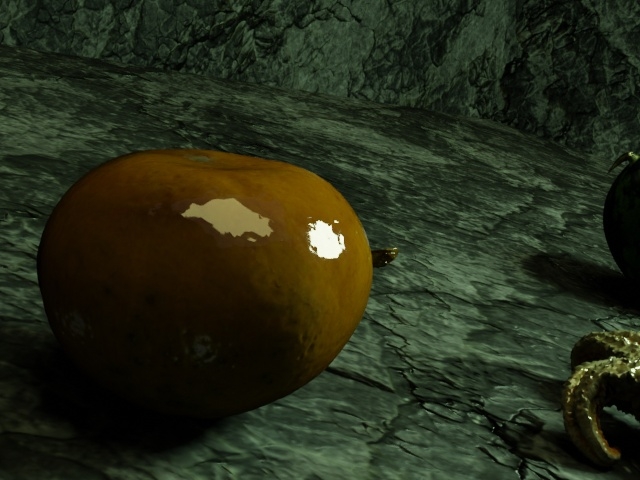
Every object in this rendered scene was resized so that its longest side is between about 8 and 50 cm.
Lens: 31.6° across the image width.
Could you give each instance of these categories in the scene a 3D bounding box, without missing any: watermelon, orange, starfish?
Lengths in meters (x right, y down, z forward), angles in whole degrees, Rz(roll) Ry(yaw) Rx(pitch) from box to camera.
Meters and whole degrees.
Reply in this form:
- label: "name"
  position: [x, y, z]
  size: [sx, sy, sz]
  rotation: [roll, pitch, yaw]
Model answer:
- label: "watermelon"
  position: [0.506, -0.025, 1.505]
  size: [0.268, 0.269, 0.269]
  rotation: [14, 13, -3]
- label: "orange"
  position: [-0.080, 0.029, 0.775]
  size: [0.240, 0.171, 0.240]
  rotation: [7, 11, -1]
- label: "starfish"
  position: [0.343, 0.140, 0.933]
  size: [0.303, 0.113, 0.312]
  rotation: [17, 22, 21]

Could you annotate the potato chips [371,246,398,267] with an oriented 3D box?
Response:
- label: "potato chips"
  position: [0.000, 0.000, 1.307]
  size: [0.204, 0.037, 0.026]
  rotation: [18, 2, 38]
